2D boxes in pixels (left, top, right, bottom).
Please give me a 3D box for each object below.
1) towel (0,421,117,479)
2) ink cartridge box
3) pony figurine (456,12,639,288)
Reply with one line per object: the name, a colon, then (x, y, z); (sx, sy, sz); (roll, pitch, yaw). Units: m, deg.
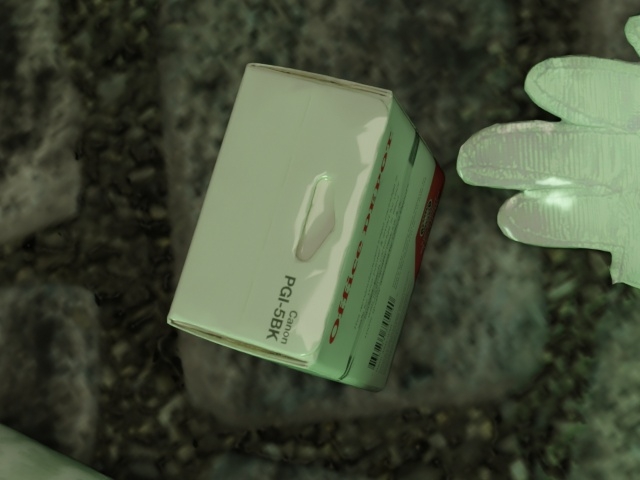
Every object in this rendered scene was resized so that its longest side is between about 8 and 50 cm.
towel: (-0.154, 0.262, 0.537); (0.321, 0.090, 0.374); (24, 75, 13)
ink cartridge box: (0.000, 0.000, 0.549); (0.056, 0.135, 0.099); (16, 84, 15)
pony figurine: (0.215, -0.119, 0.452); (0.351, 0.303, 0.363); (19, 57, 40)
